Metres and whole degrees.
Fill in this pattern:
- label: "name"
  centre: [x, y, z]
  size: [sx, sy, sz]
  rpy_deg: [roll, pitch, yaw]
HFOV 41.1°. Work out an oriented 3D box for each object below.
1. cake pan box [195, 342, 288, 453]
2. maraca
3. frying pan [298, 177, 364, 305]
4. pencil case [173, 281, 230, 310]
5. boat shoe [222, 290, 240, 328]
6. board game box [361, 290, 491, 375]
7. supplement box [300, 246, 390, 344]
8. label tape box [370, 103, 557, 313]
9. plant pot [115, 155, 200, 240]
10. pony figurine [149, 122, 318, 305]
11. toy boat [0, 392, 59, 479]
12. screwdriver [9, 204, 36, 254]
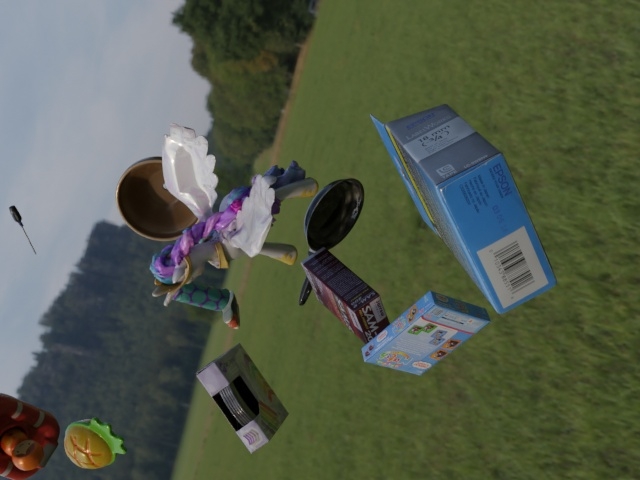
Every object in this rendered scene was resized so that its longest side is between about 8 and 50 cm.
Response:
- label: "cake pan box"
  centre: [-0.198, 0.403, 2.217]
  size: [0.070, 0.245, 0.267]
  rpy_deg: [-37, -4, 10]
- label: "maraca"
  centre: [-0.500, 0.448, 1.898]
  size: [0.186, 0.127, 0.099]
  rpy_deg: [-30, 18, 40]
- label: "frying pan"
  centre: [0.021, -0.013, 2.056]
  size: [0.197, 0.053, 0.326]
  rpy_deg: [-28, -40, -39]
- label: "pencil case"
  centre: [-0.321, 0.143, 2.269]
  size: [0.064, 0.152, 0.070]
  rpy_deg: [-65, 27, 16]
- label: "boat shoe"
  centre: [-0.249, 0.195, 2.405]
  size: [0.049, 0.043, 0.137]
  rpy_deg: [-40, 31, 18]
- label: "board game box"
  centre: [0.209, 0.189, 1.704]
  size: [0.211, 0.160, 0.039]
  rpy_deg: [-45, 42, 32]
- label: "supplement box"
  centre: [0.059, 0.127, 1.924]
  size: [0.239, 0.073, 0.130]
  rpy_deg: [39, 159, 50]
- label: "label tape box"
  centre: [0.211, -0.075, 1.310]
  size: [0.240, 0.106, 0.333]
  rpy_deg: [60, -178, -29]
- label: "plant pot"
  centre: [-0.423, -0.127, 2.299]
  size: [0.110, 0.237, 0.237]
  rpy_deg: [-87, 12, -62]
- label: "pony figurine"
  centre: [-0.171, -0.048, 1.724]
  size: [0.363, 0.303, 0.351]
  rpy_deg: [-20, -42, -46]
- label: "toy boat"
  centre: [-0.605, 0.404, 1.695]
  size: [0.151, 0.151, 0.231]
  rpy_deg: [-60, -40, -11]
- label: "screwdriver"
  centre: [-0.879, -0.031, 2.541]
  size: [0.025, 0.024, 0.170]
  rpy_deg: [-39, -56, -27]
